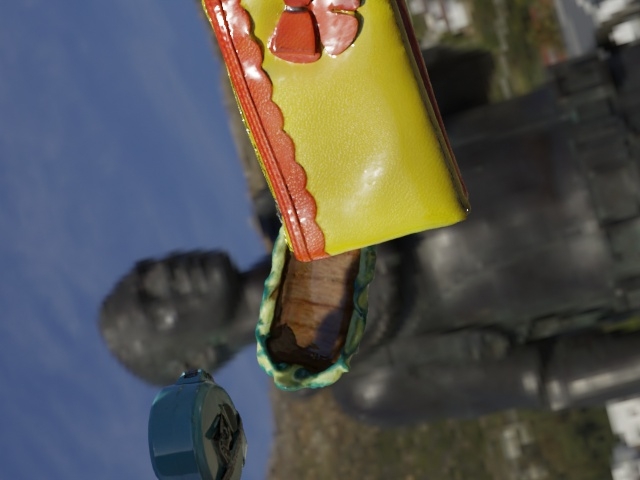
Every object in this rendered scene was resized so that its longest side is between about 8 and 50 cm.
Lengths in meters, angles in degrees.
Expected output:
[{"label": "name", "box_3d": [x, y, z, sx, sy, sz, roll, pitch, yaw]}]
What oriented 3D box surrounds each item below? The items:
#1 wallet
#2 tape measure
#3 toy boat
[{"label": "wallet", "box_3d": [0.006, -0.107, 1.190, 0.067, 0.141, 0.241, -82, -27, -69]}, {"label": "tape measure", "box_3d": [-0.127, 0.205, 1.740, 0.146, 0.081, 0.125, -76, -28, -54]}, {"label": "toy boat", "box_3d": [0.005, -0.003, 1.612, 0.099, 0.108, 0.293, -4, -78, -66]}]
